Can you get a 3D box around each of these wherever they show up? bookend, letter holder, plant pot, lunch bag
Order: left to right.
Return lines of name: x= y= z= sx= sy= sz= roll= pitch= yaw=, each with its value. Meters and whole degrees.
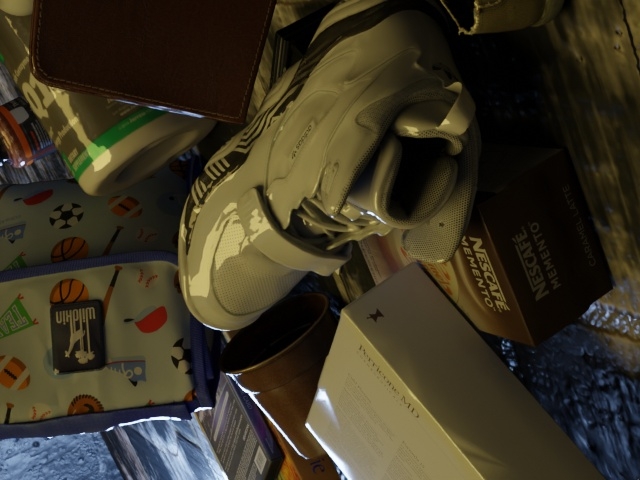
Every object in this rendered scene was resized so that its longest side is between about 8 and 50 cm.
lunch bag: x=-0.300 y=0.086 z=1.720 sx=0.239 sy=0.327 sz=0.386 roll=80 pitch=-176 yaw=-45
letter holder: x=-0.149 y=-0.274 z=1.080 sx=0.152 sy=0.214 sz=0.302 roll=30 pitch=107 yaw=52
plant pot: x=-0.019 y=0.181 z=1.660 sx=0.165 sy=0.167 sz=0.167 roll=58 pitch=159 yaw=-16
bookend: x=0.023 y=-0.121 z=1.279 sx=0.157 sy=0.072 sz=0.156 roll=50 pitch=156 yaw=20

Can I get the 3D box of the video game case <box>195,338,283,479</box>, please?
video game case: x=-0.140 y=0.254 z=1.897 sx=0.274 sy=0.026 sz=0.196 roll=61 pitch=152 yaw=28

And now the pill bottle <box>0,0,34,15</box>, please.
pill bottle: x=-0.278 y=-0.338 z=1.317 sx=0.176 sy=0.318 sz=0.176 roll=47 pitch=155 yaw=30

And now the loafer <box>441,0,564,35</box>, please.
loafer: x=0.080 y=-0.254 z=0.961 sx=0.251 sy=0.087 sz=0.094 roll=53 pitch=158 yaw=15

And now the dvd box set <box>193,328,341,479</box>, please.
dvd box set: x=-0.097 y=0.289 z=1.933 sx=0.420 sy=0.062 sz=0.308 roll=61 pitch=153 yaw=27

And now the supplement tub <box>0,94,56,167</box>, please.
supplement tub: x=-0.463 y=-0.185 z=2.077 sx=0.106 sy=0.198 sz=0.106 roll=45 pitch=154 yaw=30

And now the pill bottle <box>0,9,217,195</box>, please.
pill bottle: x=-0.302 y=-0.255 z=1.633 sx=0.361 sy=0.204 sz=0.204 roll=57 pitch=158 yaw=5

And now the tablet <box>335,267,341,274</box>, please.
tablet: x=0.000 y=0.000 z=1.574 sx=0.083 sy=0.006 sz=0.054 roll=49 pitch=156 yaw=23

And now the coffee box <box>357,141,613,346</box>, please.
coffee box: x=0.130 y=-0.007 z=1.158 sx=0.246 sy=0.098 sz=0.141 roll=12 pitch=130 yaw=62

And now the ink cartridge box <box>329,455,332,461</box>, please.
ink cartridge box: x=0.018 y=0.461 z=1.961 sx=0.176 sy=0.069 sz=0.371 roll=116 pitch=134 yaw=-64

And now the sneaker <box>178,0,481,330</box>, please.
sneaker: x=0.001 y=-0.029 z=1.081 sx=0.137 sy=0.366 sz=0.210 roll=24 pitch=-155 yaw=-28

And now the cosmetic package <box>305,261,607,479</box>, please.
cosmetic package: x=0.148 y=0.239 z=1.196 sx=0.377 sy=0.097 sz=0.284 roll=50 pitch=158 yaw=17
